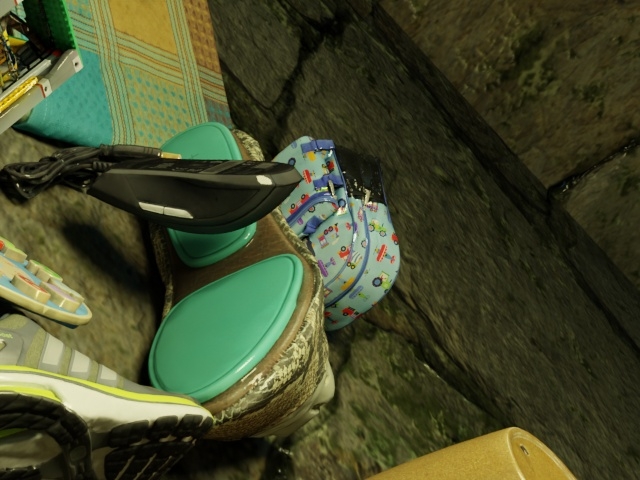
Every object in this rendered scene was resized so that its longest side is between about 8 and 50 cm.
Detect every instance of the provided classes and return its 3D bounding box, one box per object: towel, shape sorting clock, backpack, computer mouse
[{"bbox_3d":[-0.210,-0.203,1.837,0.370,0.040,0.271,17,58,-58],"label":"towel"},{"bbox_3d":[-0.256,0.005,1.326,0.206,0.040,0.206,27,0,0],"label":"shape sorting clock"},{"bbox_3d":[0.000,0.000,1.918,0.117,0.158,0.173,21,44,-43],"label":"backpack"},{"bbox_3d":[-0.135,-0.044,1.607,0.184,0.262,0.060,-38,129,-74],"label":"computer mouse"}]

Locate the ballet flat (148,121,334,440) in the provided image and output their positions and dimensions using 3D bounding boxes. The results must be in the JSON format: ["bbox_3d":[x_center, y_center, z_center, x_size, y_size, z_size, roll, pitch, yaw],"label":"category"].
[{"bbox_3d":[-0.063,0.064,1.628,0.182,0.164,0.483,61,7,-29],"label":"ballet flat"}]

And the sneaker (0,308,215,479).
[{"bbox_3d":[-0.183,0.108,1.276,0.121,0.111,0.300,54,14,29],"label":"sneaker"}]

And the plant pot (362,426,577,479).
[{"bbox_3d":[0.080,0.259,1.353,0.237,0.254,0.237,43,18,-18],"label":"plant pot"}]

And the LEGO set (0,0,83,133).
[{"bbox_3d":[-0.333,-0.195,1.329,0.255,0.331,0.192,24,49,26],"label":"LEGO set"}]
